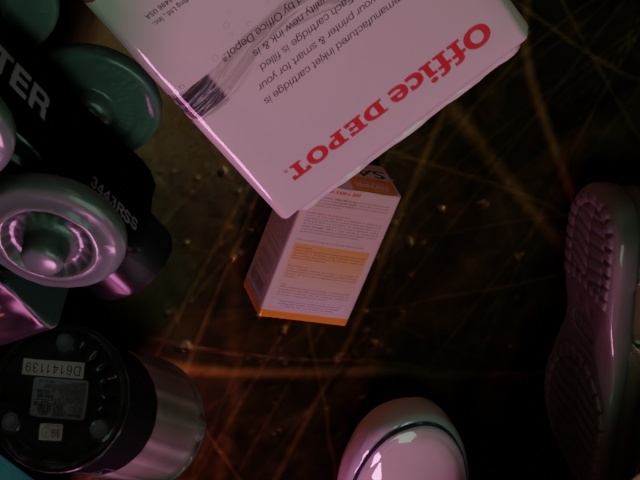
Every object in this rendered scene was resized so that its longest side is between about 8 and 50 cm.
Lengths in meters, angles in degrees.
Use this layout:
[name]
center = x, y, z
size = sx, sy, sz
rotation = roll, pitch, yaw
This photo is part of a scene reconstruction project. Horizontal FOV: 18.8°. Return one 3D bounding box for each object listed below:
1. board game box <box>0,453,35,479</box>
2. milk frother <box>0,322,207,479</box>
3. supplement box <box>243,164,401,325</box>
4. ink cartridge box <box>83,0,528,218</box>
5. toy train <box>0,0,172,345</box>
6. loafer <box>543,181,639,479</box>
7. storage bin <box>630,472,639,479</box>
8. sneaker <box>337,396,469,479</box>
[board game box]
center = -0.204, 0.177, 1.148
size = 0.210, 0.160, 0.047
rotation = 46, 56, -39
[milk frother]
center = -0.135, 0.064, 1.132
size = 0.143, 0.129, 0.135
rotation = -68, 162, -5
[supplement box]
center = 0.000, 0.000, 1.170
size = 0.062, 0.036, 0.098
rotation = 9, 120, -26
[ink cartridge box]
center = -0.027, -0.153, 1.009
size = 0.172, 0.100, 0.237
rotation = -37, 128, 7
[toy train]
center = -0.220, -0.072, 0.956
size = 0.190, 0.142, 0.334
rotation = -19, 132, 28
[loafer]
center = 0.207, 0.071, 1.263
size = 0.087, 0.094, 0.251
rotation = -10, 130, -15
[storage bin]
center = 0.237, 0.225, 1.302
size = 0.262, 0.123, 0.260
rotation = -42, 166, 10
[sneaker]
center = 0.065, 0.224, 1.319
size = 0.094, 0.091, 0.258
rotation = -11, 127, -14
